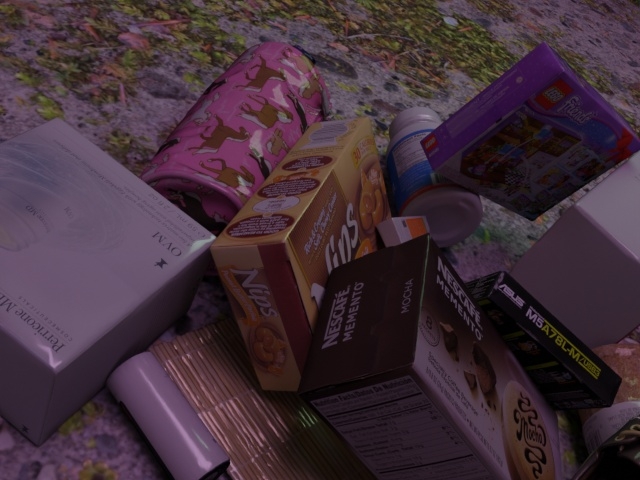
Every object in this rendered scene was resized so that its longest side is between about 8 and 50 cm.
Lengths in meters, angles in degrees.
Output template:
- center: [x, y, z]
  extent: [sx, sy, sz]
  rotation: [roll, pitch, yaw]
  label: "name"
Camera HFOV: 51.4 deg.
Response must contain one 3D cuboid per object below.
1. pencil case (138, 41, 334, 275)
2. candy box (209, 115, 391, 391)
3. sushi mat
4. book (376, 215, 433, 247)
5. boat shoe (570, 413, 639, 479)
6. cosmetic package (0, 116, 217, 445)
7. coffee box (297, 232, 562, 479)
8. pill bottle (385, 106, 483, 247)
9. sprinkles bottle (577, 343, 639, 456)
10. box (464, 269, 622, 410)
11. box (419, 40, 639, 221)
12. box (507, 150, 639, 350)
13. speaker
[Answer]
- center: [-0.103, -0.120, 0.877]
  extent: [0.160, 0.167, 0.386]
  rotation: [55, 35, -25]
  label: "pencil case"
- center: [0.000, 0.000, 0.773]
  extent: [0.087, 0.183, 0.316]
  rotation: [-4, 29, 23]
  label: "candy box"
- center: [-0.037, 0.206, 0.693]
  extent: [0.151, 0.019, 0.317]
  rotation: [-21, 62, -41]
  label: "sushi mat"
- center: [0.124, 0.017, 0.878]
  extent: [0.144, 0.035, 0.096]
  rotation: [-4, 71, -68]
  label: "book"
- center: [0.332, 0.252, 0.687]
  extent: [0.305, 0.091, 0.109]
  rotation: [-44, 40, -11]
  label: "boat shoe"
- center: [-0.265, 0.027, 0.649]
  extent: [0.224, 0.138, 0.225]
  rotation: [36, 43, 7]
  label: "cosmetic package"
- center: [0.122, 0.163, 0.653]
  extent: [0.297, 0.118, 0.168]
  rotation: [52, 33, -25]
  label: "coffee box"
- center: [0.169, -0.107, 1.043]
  extent: [0.124, 0.124, 0.222]
  rotation: [13, 44, -19]
  label: "pill bottle"
- center: [0.388, 0.294, 0.775]
  extent: [0.121, 0.121, 0.356]
  rotation: [17, 43, -15]
  label: "sprinkles bottle"
- center: [0.205, 0.125, 0.760]
  extent: [0.184, 0.190, 0.045]
  rotation: [43, 62, -7]
  label: "box"
- center: [0.303, -0.135, 0.931]
  extent: [0.293, 0.201, 0.057]
  rotation: [17, 44, -46]
  label: "box"
- center: [0.442, 0.019, 1.007]
  extent: [0.168, 0.215, 0.345]
  rotation: [46, 44, 16]
  label: "box"
- center: [-0.146, 0.173, 0.635]
  extent: [0.055, 0.055, 0.136]
  rotation: [-23, 64, -43]
  label: "speaker"
